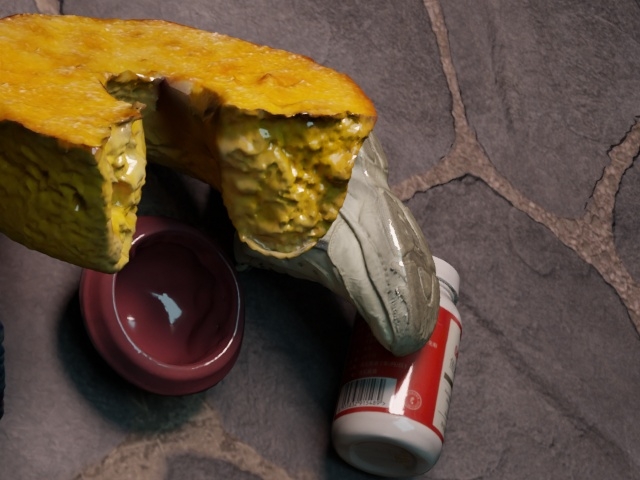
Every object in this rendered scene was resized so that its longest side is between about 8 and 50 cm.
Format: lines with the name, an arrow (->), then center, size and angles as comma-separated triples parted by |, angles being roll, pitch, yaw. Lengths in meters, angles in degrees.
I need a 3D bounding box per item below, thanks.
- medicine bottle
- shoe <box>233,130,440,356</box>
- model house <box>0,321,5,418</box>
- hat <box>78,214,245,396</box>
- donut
medicine bottle -> 0.096, 0.145, 1.651 | 0.131, 0.131, 0.250 | 28, 55, -21
shoe -> 0.000, 0.000, 1.618 | 0.132, 0.210, 0.342 | 28, 37, -63
model house -> -0.427, 0.148, 1.217 | 0.226, 0.241, 0.261 | 50, 50, -8
hat -> -0.175, 0.073, 1.524 | 0.205, 0.089, 0.205 | 11, 68, -29
donut -> -0.186, -0.110, 1.466 | 0.435, 0.163, 0.377 | -6, 31, -32
